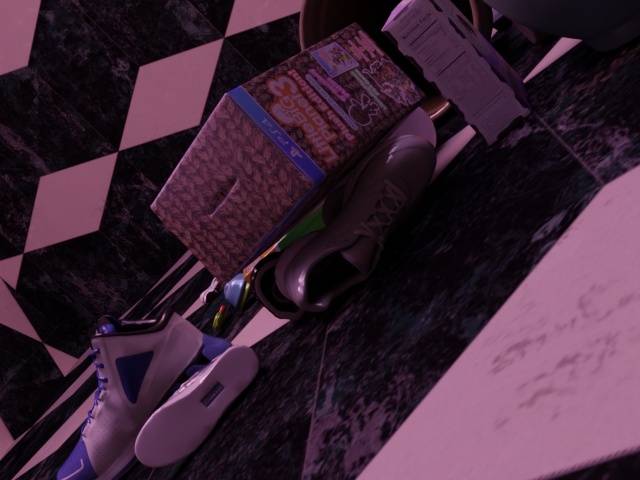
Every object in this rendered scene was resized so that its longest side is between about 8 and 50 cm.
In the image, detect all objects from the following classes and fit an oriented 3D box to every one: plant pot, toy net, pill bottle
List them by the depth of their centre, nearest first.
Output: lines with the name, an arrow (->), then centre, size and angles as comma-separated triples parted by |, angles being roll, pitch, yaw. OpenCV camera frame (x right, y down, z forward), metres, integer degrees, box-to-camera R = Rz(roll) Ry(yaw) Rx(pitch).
plant pot -> 0.309, -0.333, 0.885 | 0.293, 0.196, 0.293 | -44, 9, 9
pill bottle -> 0.096, -0.148, 1.269 | 0.108, 0.108, 0.193 | -47, 11, -10
plant pot -> 0.169, -0.369, 1.423 | 0.323, 0.323, 0.280 | -39, -5, 34
toy net -> -0.153, 0.094, 1.532 | 0.232, 0.045, 0.122 | -82, 10, -78

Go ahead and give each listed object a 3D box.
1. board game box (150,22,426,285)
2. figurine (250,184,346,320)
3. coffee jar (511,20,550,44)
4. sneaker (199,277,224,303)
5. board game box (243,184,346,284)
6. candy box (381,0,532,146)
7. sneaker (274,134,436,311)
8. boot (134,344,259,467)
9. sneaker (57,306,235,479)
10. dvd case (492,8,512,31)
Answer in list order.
board game box -> -0.037, -0.115, 1.053 | 0.291, 0.141, 0.232 | -41, -3, -46
figurine -> 0.000, 0.000, 1.163 | 0.215, 0.092, 0.209 | -44, 6, 5
coffee jar -> 0.348, -0.370, 1.157 | 0.184, 0.096, 0.079 | -40, 9, 24
sneaker -> -0.233, 0.110, 1.824 | 0.083, 0.032, 0.037 | -52, 25, -8
board game box -> -0.033, -0.026, 1.433 | 0.242, 0.064, 0.316 | -45, 10, 1
candy box -> 0.173, -0.232, 1.034 | 0.070, 0.196, 0.165 | -41, 10, 23
sneaker -> 0.057, -0.012, 0.987 | 0.262, 0.099, 0.121 | -50, 21, 4
boot -> -0.155, 0.210, 1.031 | 0.190, 0.069, 0.086 | -41, 1, -19
sneaker -> -0.296, 0.214, 1.222 | 0.315, 0.182, 0.127 | -45, 9, 1
dvd case -> 0.400, -0.534, 1.547 | 0.179, 0.029, 0.239 | -33, 39, 52
